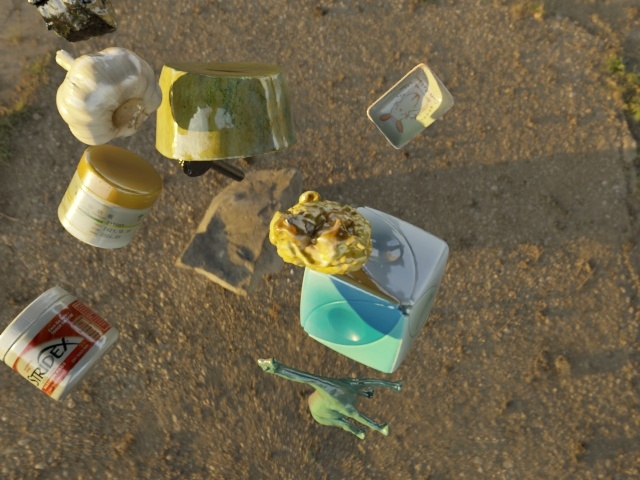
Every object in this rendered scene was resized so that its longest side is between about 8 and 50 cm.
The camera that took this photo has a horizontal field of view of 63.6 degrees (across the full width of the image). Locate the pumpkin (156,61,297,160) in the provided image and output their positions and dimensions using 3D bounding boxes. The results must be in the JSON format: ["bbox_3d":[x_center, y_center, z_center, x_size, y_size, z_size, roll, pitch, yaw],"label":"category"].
[{"bbox_3d":[-0.226,-0.316,1.193,0.333,0.199,0.332,-3,27,2],"label":"pumpkin"}]

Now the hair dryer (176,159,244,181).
[{"bbox_3d":[-0.318,-0.228,1.467,0.089,0.251,0.197,-51,48,10],"label":"hair dryer"}]

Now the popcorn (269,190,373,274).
[{"bbox_3d":[-0.001,-0.008,0.989,0.194,0.140,0.163,7,23,-7],"label":"popcorn"}]

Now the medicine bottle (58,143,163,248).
[{"bbox_3d":[-0.636,-0.132,1.565,0.238,0.232,0.238,31,24,-15],"label":"medicine bottle"}]

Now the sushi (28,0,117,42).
[{"bbox_3d":[-0.671,-0.707,1.346,0.171,0.211,0.349,-15,105,20],"label":"sushi"}]

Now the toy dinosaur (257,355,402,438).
[{"bbox_3d":[-0.017,0.352,1.168,0.331,0.383,0.129,16,57,-12],"label":"toy dinosaur"}]

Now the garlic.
[{"bbox_3d":[-0.430,-0.311,0.993,0.199,0.199,0.226,-40,74,-21],"label":"garlic"}]

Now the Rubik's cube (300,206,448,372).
[{"bbox_3d":[0.165,0.146,1.602,0.352,0.351,0.347,23,45,22],"label":"Rubik's cube"}]

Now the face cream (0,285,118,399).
[{"bbox_3d":[-0.607,0.239,1.202,0.187,0.201,0.201,41,66,-7],"label":"face cream"}]

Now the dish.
[{"bbox_3d":[0.258,-0.385,1.482,0.212,0.077,0.151,-39,99,18],"label":"dish"}]
